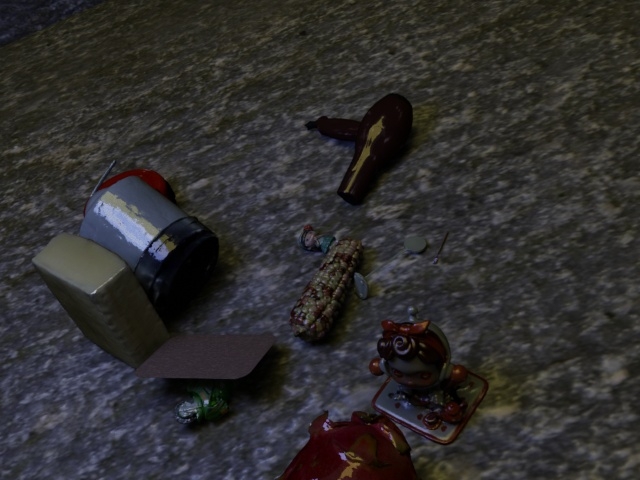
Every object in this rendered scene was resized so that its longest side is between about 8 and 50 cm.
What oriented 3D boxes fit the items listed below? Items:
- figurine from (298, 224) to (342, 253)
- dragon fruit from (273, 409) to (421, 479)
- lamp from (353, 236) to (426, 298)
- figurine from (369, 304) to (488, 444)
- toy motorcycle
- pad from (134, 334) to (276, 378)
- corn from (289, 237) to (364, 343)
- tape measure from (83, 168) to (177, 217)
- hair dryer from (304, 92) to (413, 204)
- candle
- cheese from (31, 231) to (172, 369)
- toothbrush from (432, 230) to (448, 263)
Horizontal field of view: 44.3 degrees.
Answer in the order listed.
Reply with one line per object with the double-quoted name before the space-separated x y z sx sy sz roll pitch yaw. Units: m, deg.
"figurine" 0.000 0.000 1.810 0.106 0.047 0.060 14 70 27
"dragon fruit" 0.037 0.427 1.261 0.250 0.250 0.315 28 79 39
"lamp" 0.153 0.055 1.716 0.198 0.056 0.050 -31 42 -25
"figurine" 0.177 0.215 1.404 0.183 0.226 0.160 21 57 35
"toy motorcycle" -0.217 0.296 1.594 0.106 0.074 0.190 13 52 19
"pad" -0.234 0.236 1.607 0.266 0.002 0.176 -3 21 23
"corn" 0.016 0.098 1.677 0.092 0.092 0.280 7 50 27
"tape measure" -0.496 -0.071 2.025 0.253 0.114 0.260 -23 44 -2
"hair dryer" 0.055 -0.246 2.012 0.340 0.123 0.312 14 64 45
"candle" -0.414 -0.012 1.799 0.343 0.221 0.221 34 64 14
"cheese" -0.469 0.133 1.707 0.242 0.265 0.124 26 59 38
"toothbrush" 0.264 0.014 1.721 0.008 0.006 0.097 9 52 26
